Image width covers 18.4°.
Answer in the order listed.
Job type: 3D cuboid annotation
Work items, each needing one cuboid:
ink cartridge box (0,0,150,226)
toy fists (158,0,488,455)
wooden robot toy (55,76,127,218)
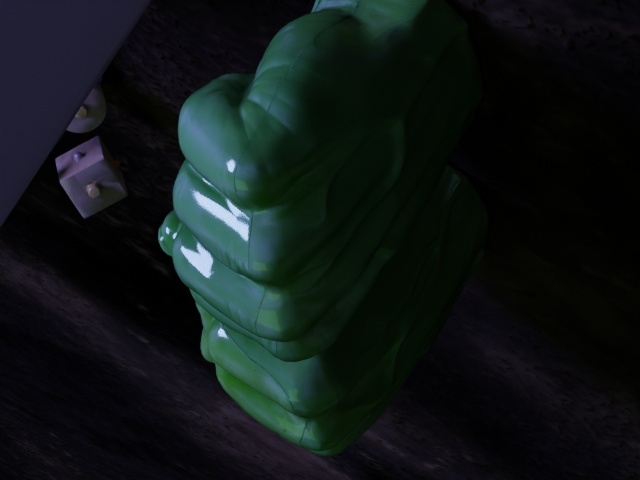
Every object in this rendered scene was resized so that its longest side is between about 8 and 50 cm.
[{"bbox_3d":[-0.126,-0.165,0.452,0.197,0.270,0.198,15,154,39],"label":"ink cartridge box"},{"bbox_3d":[0.000,0.000,0.867,0.096,0.142,0.279,25,160,16],"label":"toy fists"},{"bbox_3d":[-0.162,-0.094,1.030,0.173,0.076,0.079,41,-167,-27],"label":"wooden robot toy"}]
